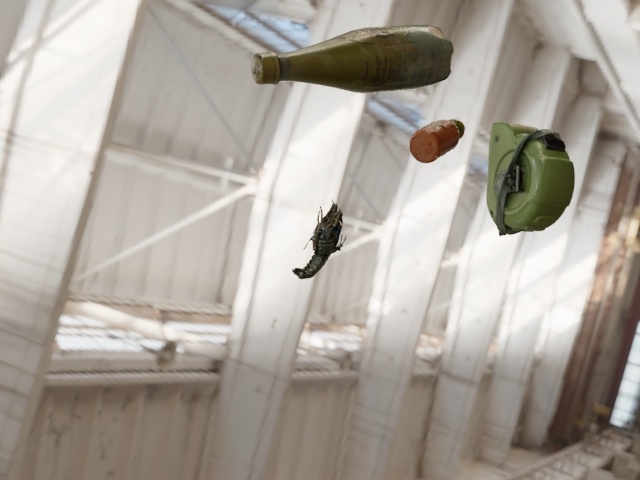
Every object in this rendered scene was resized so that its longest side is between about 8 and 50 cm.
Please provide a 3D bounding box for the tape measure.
[{"bbox_3d":[0.347,-0.102,1.776,0.106,0.175,0.200,8,-90,-27],"label":"tape measure"}]

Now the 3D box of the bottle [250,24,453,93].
[{"bbox_3d":[0.039,-0.224,1.313,0.269,0.083,0.083,-8,-63,-26],"label":"bottle"}]

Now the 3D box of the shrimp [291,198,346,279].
[{"bbox_3d":[0.002,0.002,2.167,0.076,0.082,0.174,18,-75,-50],"label":"shrimp"}]

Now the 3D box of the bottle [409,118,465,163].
[{"bbox_3d":[0.236,-0.201,2.046,0.187,0.069,0.069,-31,-48,-59],"label":"bottle"}]
